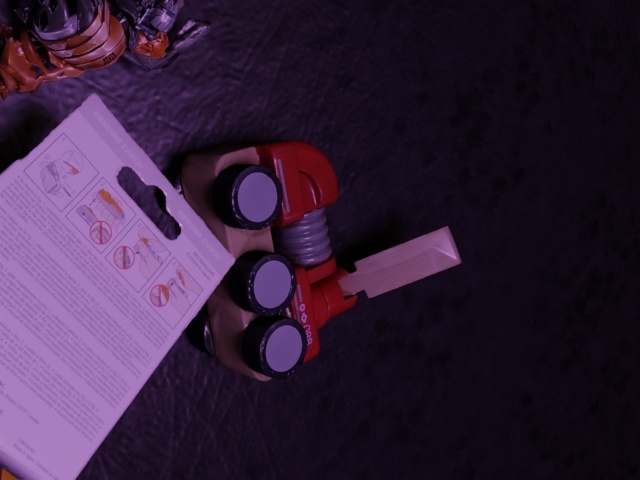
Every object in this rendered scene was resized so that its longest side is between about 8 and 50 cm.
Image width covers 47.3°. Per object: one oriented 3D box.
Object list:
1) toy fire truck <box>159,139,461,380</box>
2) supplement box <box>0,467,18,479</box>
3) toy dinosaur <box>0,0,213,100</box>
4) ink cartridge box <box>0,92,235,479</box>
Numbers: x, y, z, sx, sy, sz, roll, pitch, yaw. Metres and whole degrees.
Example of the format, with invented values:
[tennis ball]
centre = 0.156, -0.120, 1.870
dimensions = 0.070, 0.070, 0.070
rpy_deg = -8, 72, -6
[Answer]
[toy fire truck]
centre = 0.000, 0.000, 0.724
dimensions = 0.246, 0.158, 0.217
rpy_deg = -22, 109, -40
[supplement box]
centre = -0.314, 0.073, 0.537
dimensions = 0.194, 0.129, 0.192
rpy_deg = 6, 94, -33
[toy dinosaur]
centre = -0.194, -0.205, 0.561
dimensions = 0.322, 0.164, 0.218
rpy_deg = -52, 136, -23
[ink cartridge box]
centre = -0.184, 0.035, 0.520
dimensions = 0.181, 0.056, 0.225
rpy_deg = 53, 50, -28
